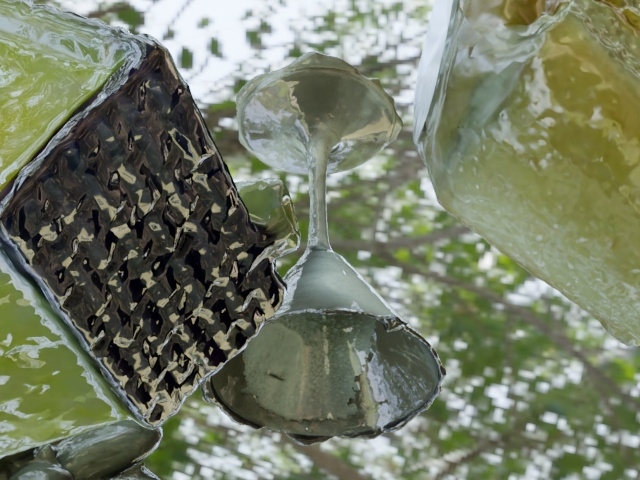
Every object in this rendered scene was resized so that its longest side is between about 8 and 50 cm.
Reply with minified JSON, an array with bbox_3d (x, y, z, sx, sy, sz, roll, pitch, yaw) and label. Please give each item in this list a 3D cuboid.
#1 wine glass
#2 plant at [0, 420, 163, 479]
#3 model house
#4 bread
[{"bbox_3d":[0.000,0.000,1.032,0.156,0.156,0.232,40,-144,-40],"label":"wine glass"},{"bbox_3d":[-0.246,0.186,1.172,0.275,0.149,0.146,6,-82,-20],"label":"plant"},{"bbox_3d":[-0.127,-0.023,0.658,0.194,0.212,0.170,68,-171,-52],"label":"model house"},{"bbox_3d":[0.203,-0.109,1.261,0.264,0.395,0.239,24,-62,-9],"label":"bread"}]
